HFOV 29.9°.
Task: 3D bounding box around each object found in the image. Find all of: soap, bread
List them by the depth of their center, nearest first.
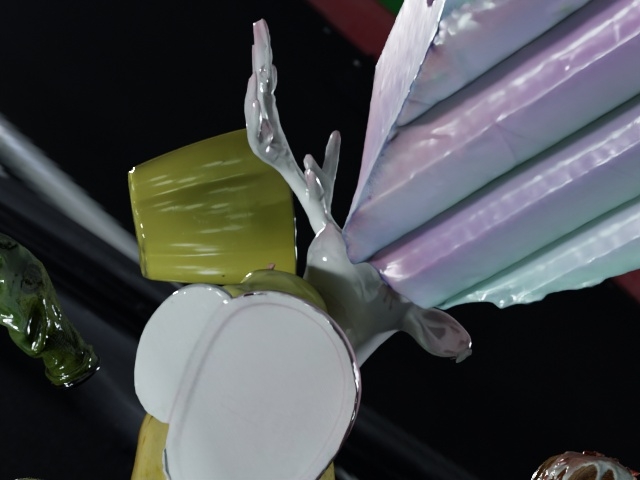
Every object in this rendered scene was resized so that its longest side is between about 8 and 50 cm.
[{"bbox_3d":[0.136,-0.088,0.512,0.193,0.324,0.109,32,-137,-30],"label":"soap"},{"bbox_3d":[0.337,0.346,1.522,0.160,0.073,0.160,3,-97,-24],"label":"bread"}]

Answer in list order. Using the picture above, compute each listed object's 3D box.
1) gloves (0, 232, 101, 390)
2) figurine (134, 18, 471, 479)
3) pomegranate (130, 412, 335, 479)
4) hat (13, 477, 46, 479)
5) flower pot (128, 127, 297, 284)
[{"bbox_3d":[-0.374,0.072,1.465,0.268,0.107,0.135,44,-173,-21],"label":"gloves"},{"bbox_3d":[0.013,0.005,0.844,0.206,0.284,0.315,2,-157,20],"label":"figurine"},{"bbox_3d":[-0.144,0.363,1.782,0.332,0.332,0.332,27,-146,-20],"label":"pomegranate"},{"bbox_3d":[-0.327,0.329,1.293,0.146,0.146,0.067,46,172,9],"label":"hat"},{"bbox_3d":[-0.129,-0.032,1.404,0.179,0.195,0.195,-9,-131,-10],"label":"flower pot"}]
